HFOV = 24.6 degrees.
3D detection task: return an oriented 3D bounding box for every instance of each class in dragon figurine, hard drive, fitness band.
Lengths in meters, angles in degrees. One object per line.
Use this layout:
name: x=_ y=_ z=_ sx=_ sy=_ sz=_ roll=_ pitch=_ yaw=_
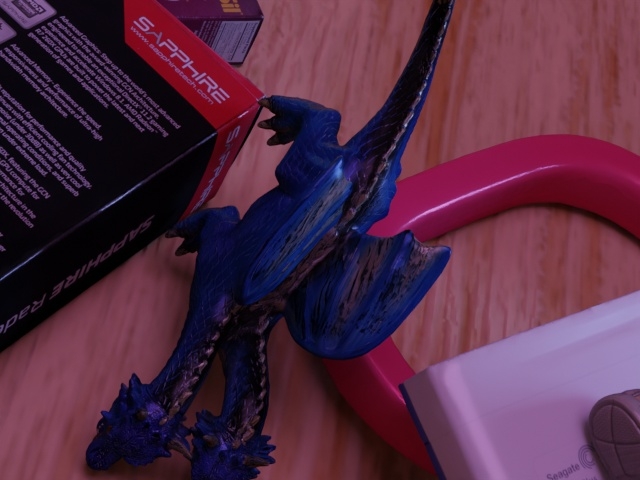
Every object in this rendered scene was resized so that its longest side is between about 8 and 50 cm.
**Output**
dragon figurine: x=0.000 y=0.000 z=0.690 sx=0.085 sy=0.289 sz=0.144 roll=37 pitch=14 yaw=-27
hard drive: x=0.188 y=0.182 z=0.700 sx=0.210 sy=0.040 sz=0.318 roll=-16 pitch=76 yaw=-34
fitness band: x=0.130 y=0.041 z=0.824 sx=0.291 sy=0.054 sz=0.209 roll=-20 pitch=63 yaw=-37

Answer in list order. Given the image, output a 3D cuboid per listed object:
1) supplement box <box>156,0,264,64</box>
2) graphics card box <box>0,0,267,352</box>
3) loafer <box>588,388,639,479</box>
supplement box: x=-0.083 y=-0.135 z=0.857 sx=0.083 sy=0.043 sz=0.055 roll=-6 pitch=57 yaw=-30
graphics card box: x=-0.229 y=-0.035 z=0.677 sx=0.233 sy=0.094 sz=0.371 roll=42 pitch=47 yaw=8
loafer: x=0.167 y=0.123 z=0.664 sx=0.039 sy=0.045 sz=0.125 roll=-12 pitch=71 yaw=-40
